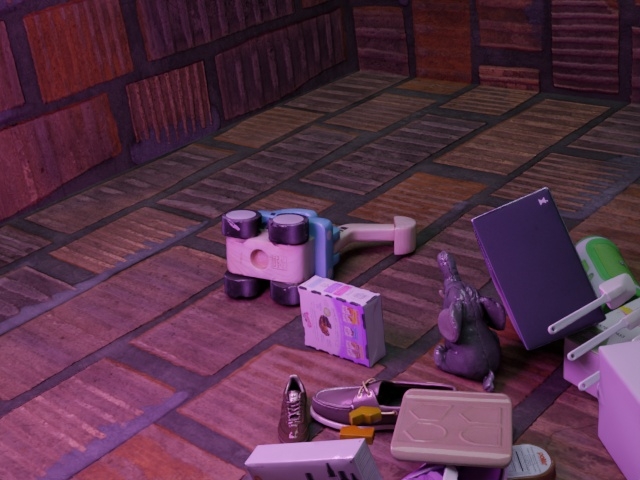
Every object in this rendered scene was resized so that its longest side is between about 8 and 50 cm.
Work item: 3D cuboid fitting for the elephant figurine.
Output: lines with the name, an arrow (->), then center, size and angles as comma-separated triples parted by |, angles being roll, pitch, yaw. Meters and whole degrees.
elephant figurine -> 0.316, 0.171, 2.004 | 0.185, 0.240, 0.169 | 9, 30, 31

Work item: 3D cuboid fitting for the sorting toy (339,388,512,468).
sorting toy -> 0.199, 0.347, 1.705 | 0.307, 0.041, 0.229 | 1, 19, 11

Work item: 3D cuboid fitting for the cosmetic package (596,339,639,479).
cosmetic package -> 0.619, 0.353, 1.579 | 0.156, 0.217, 0.385 | -9, 28, -3

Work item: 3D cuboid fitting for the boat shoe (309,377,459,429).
boat shoe -> 0.130, 0.331, 1.885 | 0.324, 0.097, 0.116 | 3, 27, 21

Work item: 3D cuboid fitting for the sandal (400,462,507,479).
sandal -> 0.166, 0.459, 1.570 | 0.416, 0.102, 0.169 | -32, 37, -29

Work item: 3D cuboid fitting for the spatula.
spatula -> 0.556, 0.178, 1.792 | 0.242, 0.168, 0.019 | -25, -6, -23

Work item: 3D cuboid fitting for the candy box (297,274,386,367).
candy box -> 0.049, 0.185, 2.133 | 0.196, 0.165, 0.070 | 15, 33, 38

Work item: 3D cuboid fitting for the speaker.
speaker -> 0.683, 0.099, 2.193 | 0.131, 0.131, 0.297 | -5, 25, 4

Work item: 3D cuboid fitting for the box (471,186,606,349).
box -> 0.460, 0.060, 1.983 | 0.182, 0.296, 0.294 | -24, -6, 8

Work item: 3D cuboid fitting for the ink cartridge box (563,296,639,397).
ink cartridge box -> 0.710, 0.219, 1.937 | 0.353, 0.119, 0.207 | -21, 29, -25

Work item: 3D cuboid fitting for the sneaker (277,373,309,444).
sneaker -> -0.060, 0.353, 1.918 | 0.066, 0.071, 0.188 | -7, 25, 0

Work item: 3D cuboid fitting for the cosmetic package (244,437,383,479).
cosmetic package -> -0.014, 0.420, 1.665 | 0.239, 0.099, 0.060 | -12, 19, 32

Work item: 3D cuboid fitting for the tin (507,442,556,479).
tin -> 0.341, 0.424, 1.709 | 0.189, 0.040, 0.106 | -7, 30, 1

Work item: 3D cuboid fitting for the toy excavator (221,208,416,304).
toy excavator -> 0.000, 0.000, 2.517 | 0.432, 0.223, 0.445 | 8, 21, 26
